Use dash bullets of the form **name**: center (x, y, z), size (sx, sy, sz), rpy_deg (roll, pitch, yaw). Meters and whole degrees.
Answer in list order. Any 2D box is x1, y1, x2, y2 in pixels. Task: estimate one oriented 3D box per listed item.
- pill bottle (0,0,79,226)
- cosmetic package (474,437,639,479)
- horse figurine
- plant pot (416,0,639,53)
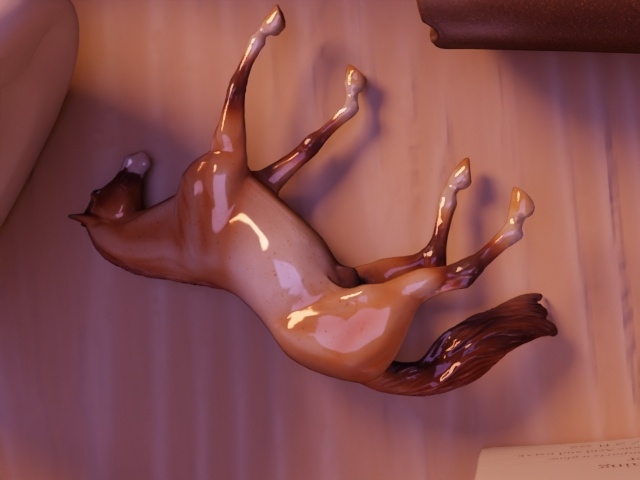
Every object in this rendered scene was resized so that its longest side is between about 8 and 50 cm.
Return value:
- **pill bottle**: center (-0.345, -0.125, 0.548), size (0.392, 0.224, 0.224), rpy_deg (30, 97, -2)
- **cosmetic package**: center (0.153, 0.183, 0.510), size (0.151, 0.183, 0.152), rpy_deg (-8, 90, 11)
- **horse figurine**: center (0.000, 0.000, 0.596), size (0.263, 0.066, 0.174), rpy_deg (39, 93, 10)
- **plant pot**: center (0.134, -0.161, 0.524), size (0.165, 0.167, 0.167), rpy_deg (0, 92, 20)
